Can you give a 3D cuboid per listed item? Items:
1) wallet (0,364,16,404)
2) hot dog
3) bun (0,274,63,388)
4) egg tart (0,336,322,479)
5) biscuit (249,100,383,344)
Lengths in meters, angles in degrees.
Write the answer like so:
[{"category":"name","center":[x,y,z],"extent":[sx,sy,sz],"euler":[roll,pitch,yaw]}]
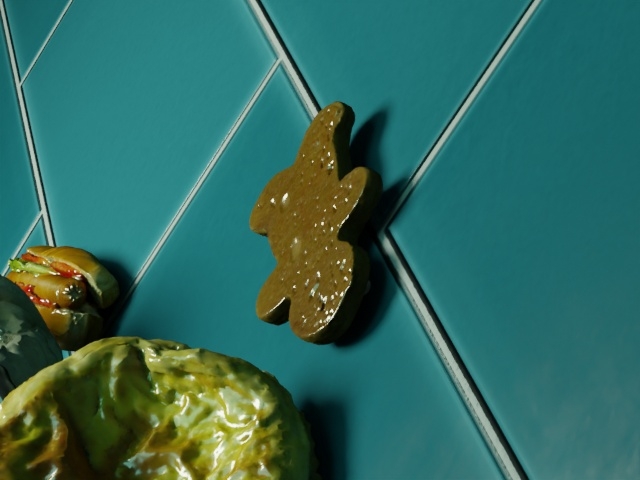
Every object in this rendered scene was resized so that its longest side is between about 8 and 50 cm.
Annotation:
[{"category":"wallet","center":[-0.194,0.226,1.338],"extent":[0.285,0.030,0.146],"euler":[49,114,31]},{"category":"hot dog","center":[-0.242,0.048,1.744],"extent":[0.235,0.062,0.092],"euler":[3,72,65]},{"category":"bun","center":[-0.310,0.124,1.564],"extent":[0.281,0.281,0.205],"euler":[-36,5,46]},{"category":"egg tart","center":[-0.114,0.163,1.240],"extent":[0.241,0.241,0.106],"euler":[-91,-7,-47]},{"category":"biscuit","center":[0.000,0.000,1.338],"extent":[0.138,0.031,0.205],"euler":[-53,26,23]}]
